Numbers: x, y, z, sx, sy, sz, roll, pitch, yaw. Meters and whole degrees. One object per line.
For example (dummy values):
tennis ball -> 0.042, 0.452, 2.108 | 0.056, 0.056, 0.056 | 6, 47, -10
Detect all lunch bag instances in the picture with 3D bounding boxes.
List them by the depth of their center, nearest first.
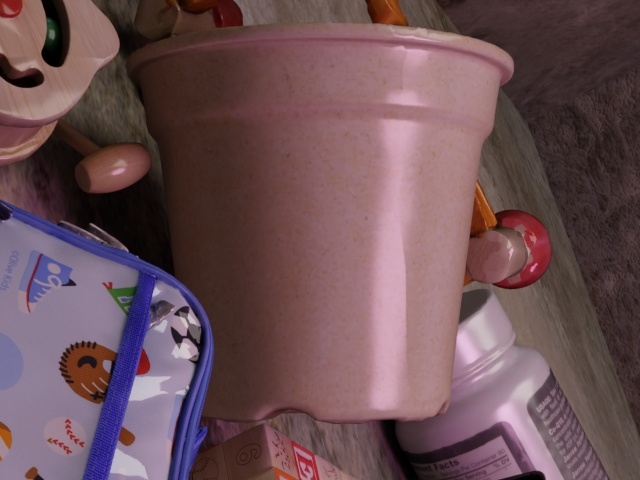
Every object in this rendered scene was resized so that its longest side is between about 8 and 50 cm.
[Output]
lunch bag -> -0.174, 0.106, 0.714 | 0.243, 0.115, 0.303 | 26, 43, -15

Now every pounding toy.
pounding toy -> -0.265, -0.132, 1.106 | 0.154, 0.155, 0.269 | -33, 86, -44

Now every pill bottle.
pill bottle -> 0.215, 0.253, 1.667 | 0.361, 0.204, 0.204 | 61, 18, -7

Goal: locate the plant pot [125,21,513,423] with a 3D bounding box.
plant pot -> 0.000, 0.000, 1.200 | 0.334, 0.333, 0.306 | 10, 79, -68

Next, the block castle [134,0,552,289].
block castle -> 0.022, -0.111, 1.489 | 0.453, 0.303, 0.213 | 66, 17, 4

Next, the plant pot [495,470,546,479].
plant pot -> 0.171, 0.380, 1.440 | 0.187, 0.188, 0.167 | -91, 161, -54

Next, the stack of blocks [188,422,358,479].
stack of blocks -> -0.011, 0.320, 1.139 | 0.171, 0.087, 0.297 | 41, 28, -49
